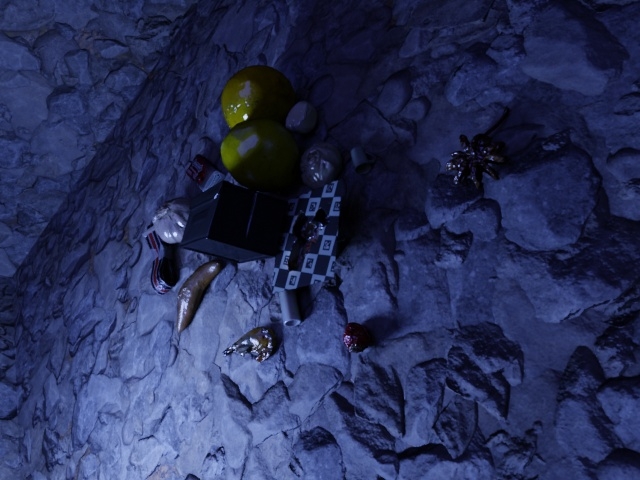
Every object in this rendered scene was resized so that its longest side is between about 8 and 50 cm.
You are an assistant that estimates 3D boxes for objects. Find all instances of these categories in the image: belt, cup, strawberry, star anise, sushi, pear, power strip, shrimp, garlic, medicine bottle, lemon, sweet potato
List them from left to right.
[{"bbox_3d":[-0.709,0.071,2.284,0.094,0.126,0.359,-30,59,21],"label":"belt"},{"bbox_3d":[-0.635,-0.096,2.243,0.228,0.152,0.227,-12,50,15],"label":"garlic"},{"bbox_3d":[-0.512,0.205,2.054,0.114,0.092,0.341,36,99,28],"label":"sweet potato"},{"bbox_3d":[-0.261,0.379,1.766,0.262,0.066,0.117,-34,52,30],"label":"shrimp"},{"bbox_3d":[-0.245,-0.541,2.007,0.297,0.297,0.296,-19,60,36],"label":"lemon"},{"bbox_3d":[-0.209,-0.308,1.874,0.295,0.294,0.293,-19,60,36],"label":"pear"},{"bbox_3d":[-0.112,0.174,1.723,0.059,0.059,0.230,-33,53,28],"label":"medicine bottle"},{"bbox_3d":[-0.023,-0.002,1.661,0.320,0.069,0.338,-19,59,46],"label":"sushi"},{"bbox_3d":[0.000,0.000,1.708,0.216,0.044,0.137,15,82,45],"label":"power strip"},{"bbox_3d":[0.103,0.277,1.472,0.083,0.083,0.096,-47,40,17],"label":"strawberry"},{"bbox_3d":[0.139,-0.272,1.692,0.075,0.055,0.083,-35,49,28],"label":"cup"},{"bbox_3d":[0.430,-0.253,1.409,0.178,0.073,0.233,-6,61,32],"label":"star anise"}]

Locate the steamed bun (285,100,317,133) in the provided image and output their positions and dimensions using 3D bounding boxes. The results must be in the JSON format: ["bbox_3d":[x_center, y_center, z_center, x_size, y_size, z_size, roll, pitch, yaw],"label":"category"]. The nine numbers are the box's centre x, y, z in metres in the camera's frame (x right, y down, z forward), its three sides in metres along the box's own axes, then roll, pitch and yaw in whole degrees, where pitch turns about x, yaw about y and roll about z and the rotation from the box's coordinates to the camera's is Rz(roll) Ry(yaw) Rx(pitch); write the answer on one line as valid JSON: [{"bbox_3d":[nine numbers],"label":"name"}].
[{"bbox_3d":[-0.069,-0.458,1.938,0.113,0.091,0.129,9,75,40],"label":"steamed bun"}]

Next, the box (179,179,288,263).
[{"bbox_3d":[-0.315,-0.052,1.818,0.345,0.251,0.204,-12,64,59],"label":"box"}]

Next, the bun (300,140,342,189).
[{"bbox_3d":[-0.013,-0.268,1.798,0.184,0.102,0.183,-20,59,39],"label":"bun"}]

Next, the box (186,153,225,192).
[{"bbox_3d":[-0.520,-0.296,2.300,0.120,0.069,0.224,-56,44,9],"label":"box"}]
